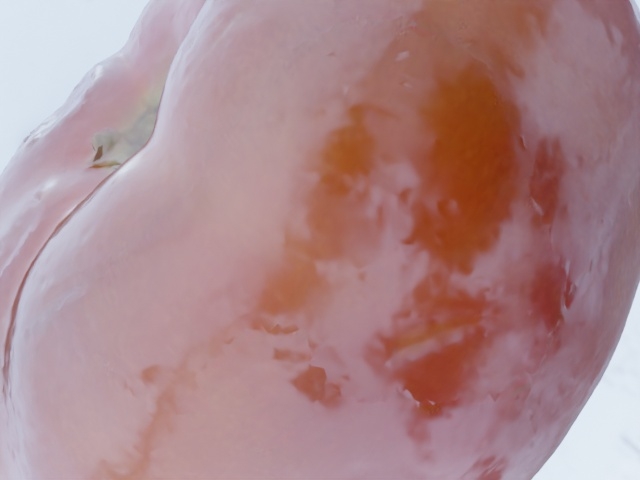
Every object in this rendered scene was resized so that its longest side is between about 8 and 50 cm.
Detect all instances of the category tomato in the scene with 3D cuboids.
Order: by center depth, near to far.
[{"bbox_3d":[0.003,-0.002,0.593,0.260,0.180,0.260,-48,-158,26],"label":"tomato"}]
